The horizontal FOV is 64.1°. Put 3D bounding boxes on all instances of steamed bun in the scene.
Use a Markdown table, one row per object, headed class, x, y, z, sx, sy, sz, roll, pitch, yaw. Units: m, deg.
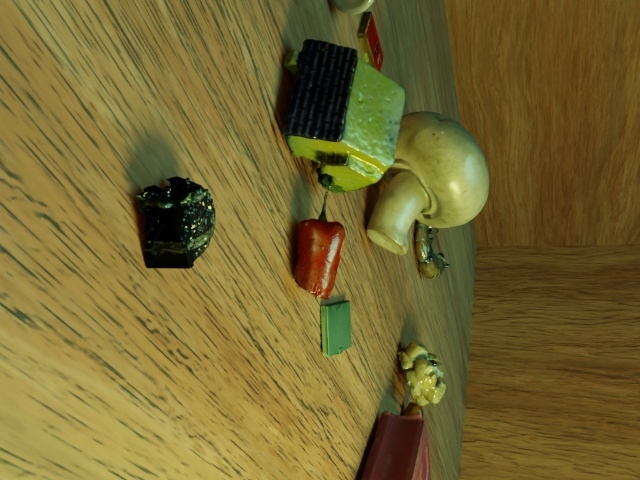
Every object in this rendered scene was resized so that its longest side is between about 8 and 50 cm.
| class | x | y | z | sx | sy | sz | roll | pitch | yaw |
| --- | --- | --- | --- | --- | --- | --- | --- | --- | --- |
| steamed bun | 0.305 | 0.383 | 1.514 | 0.177 | 0.106 | 0.192 | 59 | 15 | -44 |

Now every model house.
| class | x | y | z | sx | sy | sz | roll | pitch | yaw |
| --- | --- | --- | --- | --- | --- | --- | --- | --- | --- |
| model house | 0.010 | -0.210 | 0.878 | 0.211 | 0.170 | 0.194 | 25 | 71 | -34 |

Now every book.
| class | x | y | z | sx | sy | sz | roll | pitch | yaw |
| --- | --- | --- | --- | --- | --- | --- | --- | --- | --- |
| book | 0.033 | 0.176 | 1.023 | 0.135 | 0.017 | 0.103 | 4 | 83 | -68 |

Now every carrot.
| class | x | y | z | sx | sy | sz | roll | pitch | yaw |
| --- | --- | --- | --- | --- | --- | --- | --- | --- | --- |
| carrot | 0.243 | 0.621 | 1.466 | 0.066 | 0.066 | 0.314 | 63 | 37 | -47 |

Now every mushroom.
| class | x | y | z | sx | sy | sz | roll | pitch | yaw |
| --- | --- | --- | --- | --- | --- | --- | --- | --- | --- |
| mushroom | 0.280 | -0.141 | 1.271 | 0.315 | 0.315 | 0.356 | 40 | 43 | -61 |

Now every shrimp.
| class | x | y | z | sx | sy | sz | roll | pitch | yaw |
| --- | --- | --- | --- | --- | --- | --- | --- | --- | --- |
| shrimp | 0.406 | 0.025 | 1.862 | 0.360 | 0.085 | 0.246 | 28 | 57 | -61 |

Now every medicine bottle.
| class | x | y | z | sx | sy | sz | roll | pitch | yaw |
| --- | --- | --- | --- | --- | --- | --- | --- | --- | --- |
| medicine bottle | 0.086 | -0.547 | 1.065 | 0.186 | 0.103 | 0.102 | -62 | 144 | -48 |

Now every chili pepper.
| class | x | y | z | sx | sy | sz | roll | pitch | yaw |
| --- | --- | --- | --- | --- | --- | --- | --- | --- | --- |
| chili pepper | 0.000 | 0.000 | 0.862 | 0.084 | 0.086 | 0.192 | 12 | 87 | -38 |

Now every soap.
| class | x | y | z | sx | sy | sz | roll | pitch | yaw |
| --- | --- | --- | --- | --- | --- | --- | --- | --- | --- |
| soap | 0.164 | 0.612 | 1.185 | 0.359 | 0.128 | 0.233 | -53 | 138 | -56 |

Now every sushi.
| class | x | y | z | sx | sy | sz | roll | pitch | yaw |
| --- | --- | --- | --- | --- | --- | --- | --- | --- | --- |
| sushi | -0.148 | -0.024 | 0.546 | 0.083 | 0.056 | 0.084 | -42 | 129 | -61 |

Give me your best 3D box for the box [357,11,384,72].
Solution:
| class | x | y | z | sx | sy | sz | roll | pitch | yaw |
| --- | --- | --- | --- | --- | --- | --- | --- | --- | --- |
| box | 0.126 | -0.481 | 1.263 | 0.133 | 0.023 | 0.090 | 62 | 37 | -47 |
